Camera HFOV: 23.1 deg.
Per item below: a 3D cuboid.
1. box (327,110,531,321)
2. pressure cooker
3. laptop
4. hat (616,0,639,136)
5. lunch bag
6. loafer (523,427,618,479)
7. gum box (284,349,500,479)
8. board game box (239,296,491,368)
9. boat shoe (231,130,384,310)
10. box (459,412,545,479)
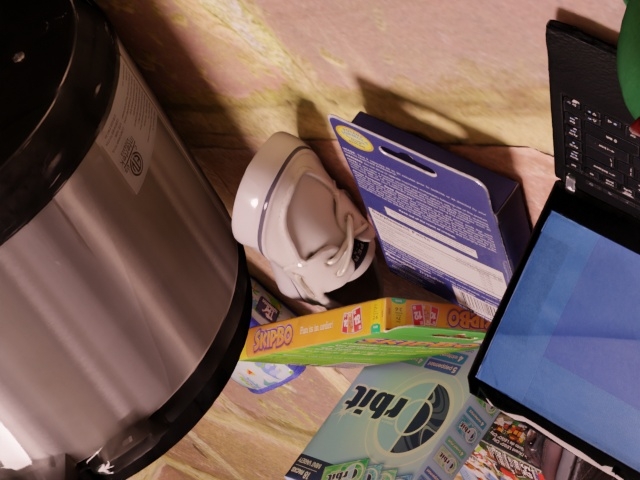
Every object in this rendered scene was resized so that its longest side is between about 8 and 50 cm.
[{"bbox_3d":[0.090,-0.017,1.138,0.136,0.036,0.225,27,161,28],"label":"box"},{"bbox_3d":[-0.260,0.024,1.330,0.375,0.370,0.420,29,159,41],"label":"pressure cooker"},{"bbox_3d":[0.203,0.038,0.899,0.234,0.136,0.264,29,161,23],"label":"laptop"},{"bbox_3d":[0.157,-0.047,0.681,0.173,0.183,0.208,13,148,46],"label":"hat"},{"bbox_3d":[-0.080,0.092,1.640,0.129,0.096,0.151,40,172,-9],"label":"lunch bag"},{"bbox_3d":[0.195,0.147,1.250,0.095,0.109,0.302,34,166,23],"label":"loafer"},{"bbox_3d":[0.073,0.161,1.375,0.041,0.184,0.157,47,160,-29],"label":"gum box"},{"bbox_3d":[0.045,0.080,1.317,0.124,0.039,0.259,7,170,-32],"label":"board game box"},{"bbox_3d":[0.000,0.000,1.261,0.088,0.096,0.267,24,161,18],"label":"boat shoe"},{"bbox_3d":[0.207,0.237,1.541,0.159,0.044,0.233,26,159,31],"label":"box"}]
